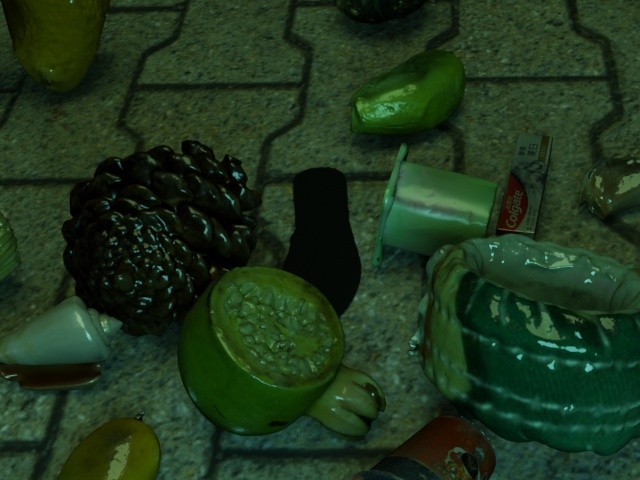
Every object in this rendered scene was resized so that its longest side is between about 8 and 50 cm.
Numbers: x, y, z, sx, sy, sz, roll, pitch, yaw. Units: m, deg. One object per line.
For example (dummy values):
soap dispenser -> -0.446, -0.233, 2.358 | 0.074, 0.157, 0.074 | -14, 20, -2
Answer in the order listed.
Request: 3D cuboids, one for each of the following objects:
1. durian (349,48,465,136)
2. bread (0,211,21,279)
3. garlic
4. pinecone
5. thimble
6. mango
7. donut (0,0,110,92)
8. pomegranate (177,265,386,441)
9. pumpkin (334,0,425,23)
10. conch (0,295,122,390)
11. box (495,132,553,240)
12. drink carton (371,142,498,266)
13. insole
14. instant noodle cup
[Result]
durian -> 0.145, -0.234, 1.700 | 0.250, 0.101, 0.139 | -35, 49, -28
bread -> -0.524, -0.015, 1.485 | 0.250, 0.179, 0.133 | 30, 58, 32
garlic -> 0.427, -0.078, 1.533 | 0.152, 0.066, 0.084 | -17, 71, -6
pinecone -> -0.201, -0.012, 1.424 | 0.244, 0.244, 0.309 | 14, 31, 21
thimble -> 0.244, 0.107, 1.223 | 0.288, 0.167, 0.254 | 16, 22, 25
mango -> -0.245, 0.269, 1.231 | 0.101, 0.066, 0.187 | 20, 57, 26
donut -> -0.562, -0.382, 1.755 | 0.435, 0.377, 0.163 | -14, 43, -1
pomegranate -> -0.055, 0.145, 1.285 | 0.241, 0.159, 0.190 | 9, 45, -25
pumpkin -> 0.108, -0.452, 1.906 | 0.190, 0.146, 0.190 | -10, 7, 1
conch -> -0.326, 0.135, 1.354 | 0.176, 0.104, 0.094 | -26, 43, -9
box -> 0.288, -0.070, 1.550 | 0.055, 0.039, 0.218 | 9, 44, 14
drink carton -> 0.156, -0.037, 1.466 | 0.142, 0.146, 0.144 | 12, 45, 8
insole -> 0.000, 0.000, 1.532 | 0.109, 0.007, 0.322 | -3, 42, 1
instant noodle cup -> 0.116, 0.257, 1.165 | 0.127, 0.127, 0.136 | 24, 41, 29
